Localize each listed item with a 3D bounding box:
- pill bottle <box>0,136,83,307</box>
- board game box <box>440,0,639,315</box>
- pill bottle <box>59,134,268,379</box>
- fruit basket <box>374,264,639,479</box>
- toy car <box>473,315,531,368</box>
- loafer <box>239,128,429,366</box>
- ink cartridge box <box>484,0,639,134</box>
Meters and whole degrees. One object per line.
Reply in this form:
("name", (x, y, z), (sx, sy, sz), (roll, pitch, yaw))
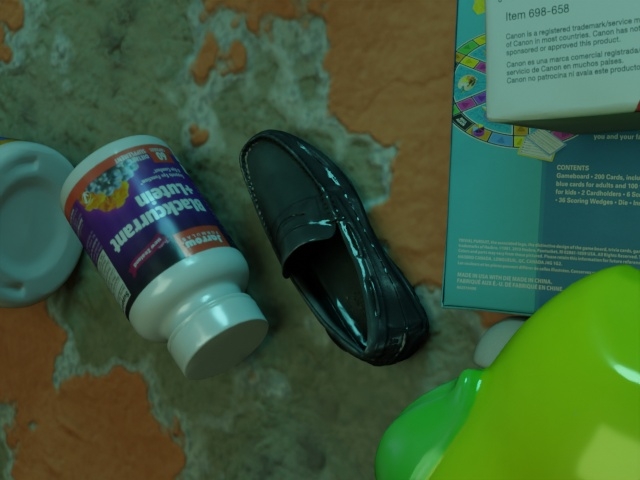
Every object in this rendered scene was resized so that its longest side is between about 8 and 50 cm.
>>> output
("pill bottle", (-0.363, -0.031, 1.224), (0.272, 0.152, 0.152), (9, 96, 35))
("board game box", (0.213, -0.113, 0.845), (0.254, 0.079, 0.336), (4, 93, 36))
("pill bottle", (-0.126, 0.016, 1.077), (0.108, 0.108, 0.193), (-48, 64, 26))
("fruit basket", (0.226, 0.075, 0.617), (0.392, 0.283, 0.392), (20, 143, 16))
("toy car", (0.161, 0.137, 0.838), (0.182, 0.136, 0.159), (7, 96, 23))
("loafer", (0.000, 0.000, 1.002), (0.076, 0.078, 0.223), (-46, 65, 27))
("ink cartridge box", (0.201, -0.204, 0.733), (0.197, 0.114, 0.272), (-1, 90, 36))
